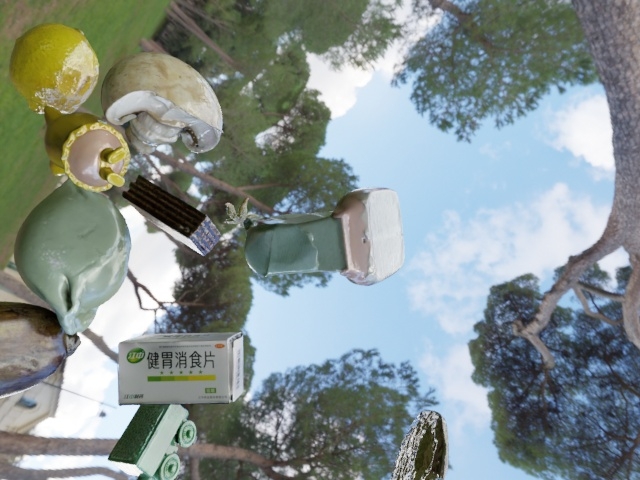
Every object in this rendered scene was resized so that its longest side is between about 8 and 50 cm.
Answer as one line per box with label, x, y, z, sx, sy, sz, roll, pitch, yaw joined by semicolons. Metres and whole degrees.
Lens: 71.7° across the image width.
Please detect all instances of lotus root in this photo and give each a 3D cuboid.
lotus root;-0.661;0.215;0.840;0.179;0.398;0.195;-4;-96;28

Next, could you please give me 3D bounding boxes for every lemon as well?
lemon;-0.805;-0.517;1.344;0.288;0.234;0.233;-62;-149;4

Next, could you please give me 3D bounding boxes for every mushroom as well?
mushroom;-0.346;-0.304;0.976;0.195;0.254;0.188;-27;-124;41

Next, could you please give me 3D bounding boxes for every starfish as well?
starfish;-0.303;-0.092;1.771;0.208;0.176;0.053;107;-17;-59

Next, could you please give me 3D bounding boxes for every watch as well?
watch;0.000;0.000;0.775;0.241;0.253;0.161;-6;-86;29

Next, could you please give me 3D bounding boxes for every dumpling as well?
dumpling;-0.528;0.036;1.001;0.212;0.270;0.320;9;-119;38

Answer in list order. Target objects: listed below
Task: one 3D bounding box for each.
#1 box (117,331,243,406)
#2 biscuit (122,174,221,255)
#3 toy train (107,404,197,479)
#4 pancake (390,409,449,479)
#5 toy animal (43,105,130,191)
box;-0.382;0.355;1.246;0.145;0.333;0.173;13;74;-85
biscuit;-0.358;-0.061;1.059;0.252;0.106;0.070;28;-110;22
toy train;-0.523;0.647;1.430;0.145;0.201;0.266;-7;-142;27
pancake;0.162;0.409;0.778;0.212;0.029;0.235;-61;176;-82
toy animal;-0.482;-0.182;0.913;0.230;0.156;0.156;23;-105;30
